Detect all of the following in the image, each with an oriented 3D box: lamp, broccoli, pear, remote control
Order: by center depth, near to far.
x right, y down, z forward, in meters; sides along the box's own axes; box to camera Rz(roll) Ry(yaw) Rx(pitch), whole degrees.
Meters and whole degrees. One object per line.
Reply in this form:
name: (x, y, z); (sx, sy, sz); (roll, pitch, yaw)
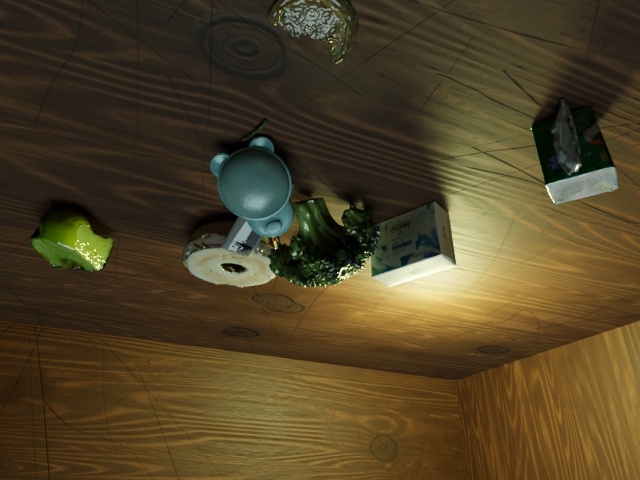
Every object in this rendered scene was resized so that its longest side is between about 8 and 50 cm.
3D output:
lamp: (-0.176, -0.139, 1.324); (0.210, 0.147, 0.283); (-20, 126, 8)
remote control: (-0.201, -0.070, 1.489); (0.110, 0.055, 0.312); (20, 115, -30)
broccoli: (0.019, 0.016, 1.540); (0.339, 0.277, 0.317); (27, 124, 29)
pear: (-0.916, -0.013, 1.656); (0.239, 0.163, 0.255); (2, 147, 20)

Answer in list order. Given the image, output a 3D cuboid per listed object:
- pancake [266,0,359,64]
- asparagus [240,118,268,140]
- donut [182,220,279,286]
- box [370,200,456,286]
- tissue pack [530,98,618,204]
pancake: (-0.015, -0.445, 0.969); (0.191, 0.020, 0.184); (2, 152, 0)
asparagus: (-0.180, -0.295, 1.250); (0.114, 0.014, 0.015); (-28, 106, 40)
donut: (-0.322, 0.047, 1.736); (0.384, 0.142, 0.382); (1, 151, 0)
box: (0.309, 0.018, 1.588); (0.275, 0.202, 0.116); (-22, 143, 36)
tissue pack: (0.615, -0.225, 1.137); (0.148, 0.208, 0.156); (-17, 143, 30)
